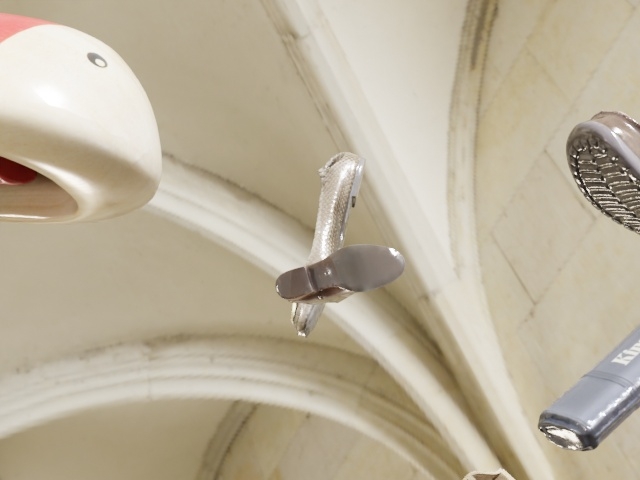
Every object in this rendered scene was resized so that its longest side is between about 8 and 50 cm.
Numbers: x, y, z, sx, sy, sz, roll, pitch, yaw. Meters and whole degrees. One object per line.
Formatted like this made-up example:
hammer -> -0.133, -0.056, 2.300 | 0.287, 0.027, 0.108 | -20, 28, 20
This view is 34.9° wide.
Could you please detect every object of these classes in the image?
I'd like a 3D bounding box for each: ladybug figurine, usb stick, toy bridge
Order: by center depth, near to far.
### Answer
usb stick -> 0.334, 0.123, 1.050 | 0.278, 0.077, 0.045 | -34, -76, -26
ladybug figurine -> -0.361, -0.130, 1.062 | 0.449, 0.162, 0.305 | 4, -21, 23
toy bridge -> 0.240, 0.387, 1.553 | 0.026, 0.063, 0.188 | -56, -19, 26

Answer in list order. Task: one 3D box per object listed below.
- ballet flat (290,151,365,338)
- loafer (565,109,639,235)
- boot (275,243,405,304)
ballet flat -> 0.000, 0.000, 1.265 | 0.058, 0.250, 0.084 | 16, -19, 3
loafer -> 0.460, -0.059, 1.297 | 0.366, 0.134, 0.130 | 36, -104, -23
boot -> 0.024, 0.032, 0.832 | 0.106, 0.037, 0.114 | -9, -10, 11
